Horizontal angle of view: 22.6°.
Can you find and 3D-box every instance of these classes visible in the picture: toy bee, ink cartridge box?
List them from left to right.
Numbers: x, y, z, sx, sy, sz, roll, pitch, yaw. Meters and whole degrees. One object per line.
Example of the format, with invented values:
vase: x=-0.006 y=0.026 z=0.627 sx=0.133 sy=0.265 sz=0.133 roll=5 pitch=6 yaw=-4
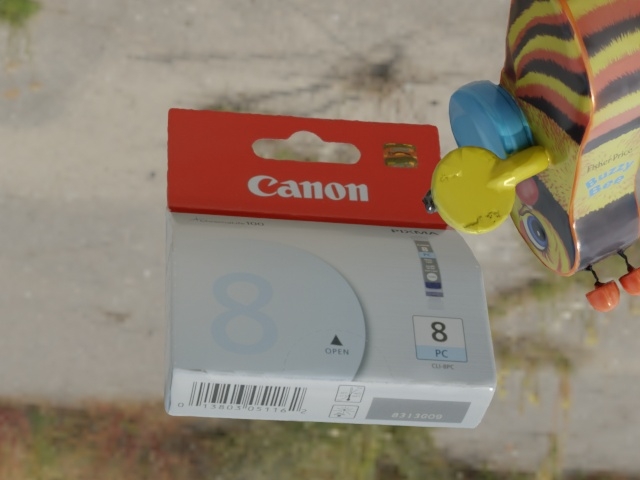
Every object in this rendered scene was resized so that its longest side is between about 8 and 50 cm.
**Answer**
ink cartridge box: x=0.000 y=0.000 z=1.602 sx=0.308 sy=0.385 sz=0.091 roll=3 pitch=144 yaw=-9
toy bee: x=0.168 y=-0.048 z=1.008 sx=0.195 sy=0.162 sz=0.298 roll=-33 pitch=159 yaw=2
